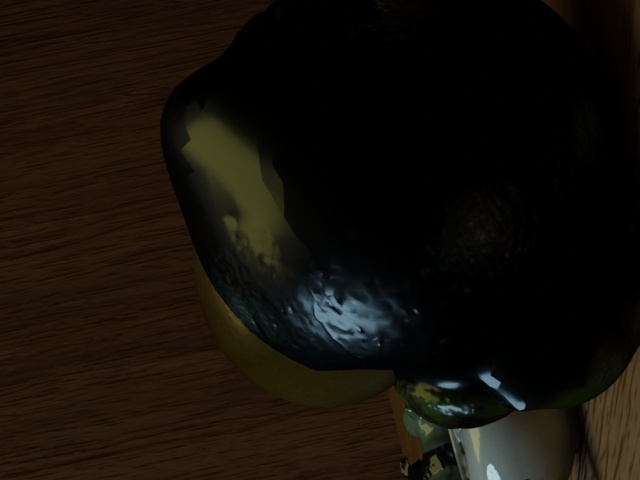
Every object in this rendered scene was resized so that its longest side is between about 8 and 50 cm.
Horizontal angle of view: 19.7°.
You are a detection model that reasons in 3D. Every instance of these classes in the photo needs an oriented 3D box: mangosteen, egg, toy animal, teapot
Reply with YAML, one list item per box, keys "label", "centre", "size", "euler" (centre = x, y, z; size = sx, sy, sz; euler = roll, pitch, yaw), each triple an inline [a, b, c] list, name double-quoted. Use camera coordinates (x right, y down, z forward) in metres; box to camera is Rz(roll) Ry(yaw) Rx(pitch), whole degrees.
- label: "mangosteen"
  centre: [0.046, -0.020, 0.872]
  size: [0.243, 0.243, 0.243]
  euler: [169, 90, -89]
- label: "egg"
  centre: [0.000, 0.000, 1.778]
  size: [0.250, 0.250, 0.323]
  euler: [84, 178, -77]
- label: "toy animal"
  centre: [0.130, 0.246, 1.765]
  size: [0.121, 0.093, 0.225]
  euler: [86, 174, -65]
- label: "teapot"
  centre: [0.120, 0.122, 1.196]
  size: [0.145, 0.092, 0.226]
  euler: [76, 180, -46]
